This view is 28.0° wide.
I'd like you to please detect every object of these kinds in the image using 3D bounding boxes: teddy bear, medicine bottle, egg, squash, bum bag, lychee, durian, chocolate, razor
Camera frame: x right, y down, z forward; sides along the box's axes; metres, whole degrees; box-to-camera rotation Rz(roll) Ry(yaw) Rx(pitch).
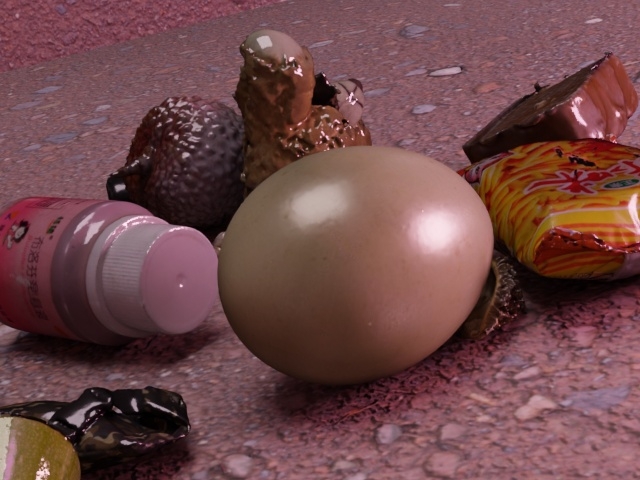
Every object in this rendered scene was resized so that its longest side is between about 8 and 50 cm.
[{"bbox_3d":[-0.006,-0.110,1.435,0.156,0.267,0.256,-38,6,18],"label":"teddy bear"},{"bbox_3d":[-0.216,0.029,1.245,0.247,0.147,0.147,4,25,43],"label":"medicine bottle"},{"bbox_3d":[0.035,0.016,1.042,0.254,0.188,0.188,-22,20,-38],"label":"egg"},{"bbox_3d":[-0.216,0.197,0.865,0.105,0.105,0.132,-12,34,3],"label":"squash"},{"bbox_3d":[-0.221,0.157,0.988,0.248,0.069,0.102,-12,19,9],"label":"bum bag"},{"bbox_3d":[-0.159,-0.091,1.515,0.197,0.165,0.165,6,0,-45],"label":"lychee"},{"bbox_3d":[0.141,0.046,1.097,0.066,0.052,0.130,-17,16,1],"label":"durian"},{"bbox_3d":[0.259,-0.120,1.401,0.148,0.093,0.214,-28,9,37],"label":"chocolate"},{"bbox_3d":[-0.203,-0.072,1.669,0.148,0.054,0.090,-16,19,-11],"label":"razor"}]

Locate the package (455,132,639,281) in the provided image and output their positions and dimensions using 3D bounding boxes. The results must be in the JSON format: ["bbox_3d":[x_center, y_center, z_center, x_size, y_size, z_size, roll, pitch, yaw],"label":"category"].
[{"bbox_3d":[0.245,-0.026,1.162,0.223,0.108,0.288,-10,22,-13],"label":"package"}]

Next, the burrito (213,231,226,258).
[{"bbox_3d":[-0.001,0.001,1.323,0.229,0.058,0.063,-8,23,21],"label":"burrito"}]
